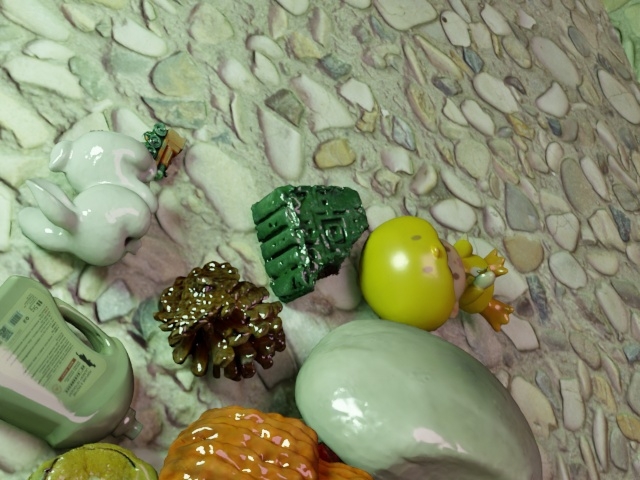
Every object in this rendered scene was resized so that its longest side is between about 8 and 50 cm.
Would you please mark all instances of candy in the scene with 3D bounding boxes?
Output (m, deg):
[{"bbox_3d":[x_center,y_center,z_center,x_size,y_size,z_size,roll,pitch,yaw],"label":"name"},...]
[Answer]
[{"bbox_3d":[0.153,0.242,1.192,0.386,0.186,0.427,29,11,-6],"label":"candy"}]

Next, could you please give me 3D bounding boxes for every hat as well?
[{"bbox_3d":[0.009,0.337,0.890,0.400,0.285,0.285,4,54,5],"label":"hat"}]

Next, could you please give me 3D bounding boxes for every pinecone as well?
[{"bbox_3d":[-0.141,0.121,1.148,0.195,0.150,0.179,25,22,-24],"label":"pinecone"}]

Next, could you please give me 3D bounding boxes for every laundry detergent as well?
[{"bbox_3d":[-0.333,0.170,1.009,0.253,0.091,0.181,39,40,-13],"label":"laundry detergent"}]

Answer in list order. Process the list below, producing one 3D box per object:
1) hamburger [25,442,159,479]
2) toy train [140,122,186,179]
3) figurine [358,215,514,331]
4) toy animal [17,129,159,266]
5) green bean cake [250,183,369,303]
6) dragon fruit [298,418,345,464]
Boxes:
[{"bbox_3d":[-0.283,0.332,0.947,0.177,0.113,0.185,49,52,-12],"label":"hamburger"},{"bbox_3d":[-0.265,-0.145,1.294,0.064,0.044,0.103,40,45,-28],"label":"toy train"},{"bbox_3d":[0.223,0.075,1.464,0.344,0.187,0.215,14,47,-39],"label":"figurine"},{"bbox_3d":[-0.325,-0.064,1.133,0.178,0.127,0.193,29,50,-19],"label":"toy animal"},{"bbox_3d":[0.000,0.000,1.375,0.208,0.107,0.193,-3,66,-42],"label":"green bean cake"},{"bbox_3d":[-0.016,0.333,1.122,0.172,0.166,0.160,-27,123,-64],"label":"dragon fruit"}]
